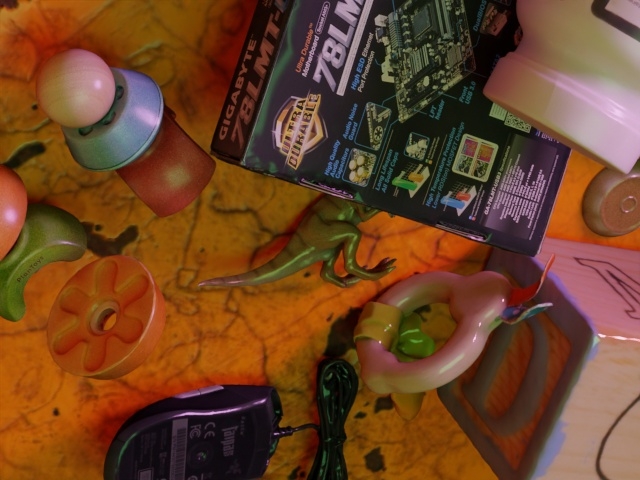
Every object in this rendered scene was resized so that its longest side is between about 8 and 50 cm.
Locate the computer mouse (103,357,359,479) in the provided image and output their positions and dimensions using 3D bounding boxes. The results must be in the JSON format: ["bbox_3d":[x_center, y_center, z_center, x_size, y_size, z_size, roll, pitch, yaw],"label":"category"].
[{"bbox_3d":[-0.087,0.206,1.734,0.262,0.060,0.184,-15,121,-29],"label":"computer mouse"}]

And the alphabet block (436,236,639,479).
[{"bbox_3d":[0.253,0.122,1.746,0.197,0.193,0.192,8,117,-27],"label":"alphabet block"}]

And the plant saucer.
[{"bbox_3d":[0.285,-0.036,1.772,0.083,0.015,0.083,-11,123,-17],"label":"plant saucer"}]

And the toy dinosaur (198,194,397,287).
[{"bbox_3d":[0.000,0.000,1.654,0.211,0.064,0.112,-43,109,-5],"label":"toy dinosaur"}]

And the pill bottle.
[{"bbox_3d":[0.251,-0.202,1.467,0.162,0.162,0.278,28,95,-34],"label":"pill bottle"}]

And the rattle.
[{"bbox_3d":[0.141,0.097,1.704,0.199,0.130,0.143,-22,116,12],"label":"rattle"}]

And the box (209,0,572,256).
[{"bbox_3d":[0.090,-0.163,1.527,0.293,0.073,0.295,16,93,-28],"label":"box"}]

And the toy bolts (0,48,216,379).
[{"bbox_3d":[-0.196,-0.031,1.453,0.228,0.218,0.158,-48,140,1],"label":"toy bolts"}]
